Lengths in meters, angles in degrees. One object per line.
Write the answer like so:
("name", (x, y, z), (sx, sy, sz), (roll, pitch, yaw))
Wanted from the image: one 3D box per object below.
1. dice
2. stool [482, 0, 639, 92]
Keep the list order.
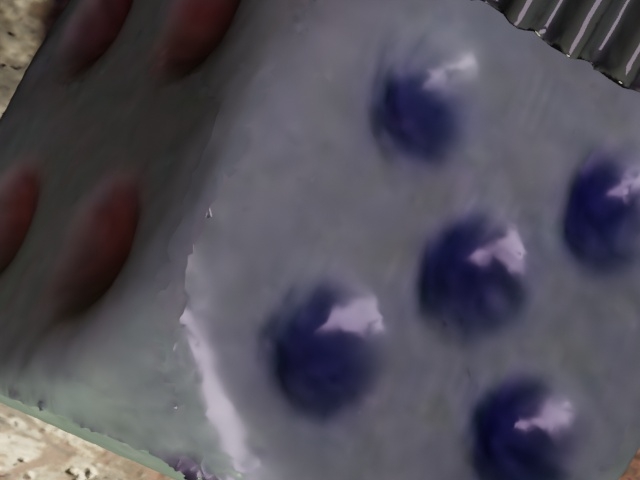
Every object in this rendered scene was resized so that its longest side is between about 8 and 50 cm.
("dice", (0.000, 0.000, 0.900), (0.265, 0.268, 0.262), (28, 80, -28))
("stool", (0.192, -0.256, 0.761), (0.297, 0.297, 0.330), (17, 121, -16))
